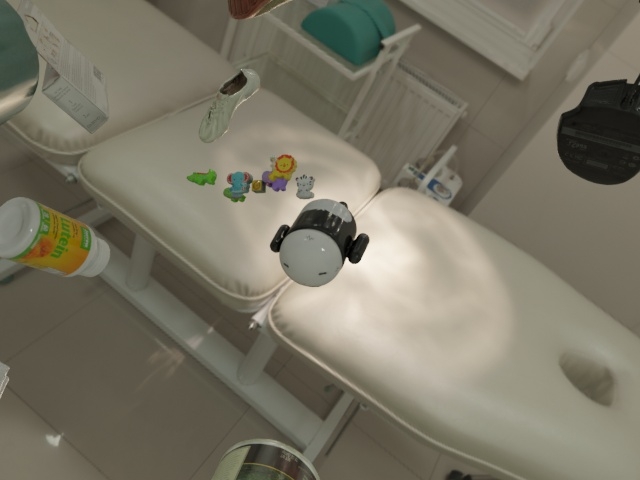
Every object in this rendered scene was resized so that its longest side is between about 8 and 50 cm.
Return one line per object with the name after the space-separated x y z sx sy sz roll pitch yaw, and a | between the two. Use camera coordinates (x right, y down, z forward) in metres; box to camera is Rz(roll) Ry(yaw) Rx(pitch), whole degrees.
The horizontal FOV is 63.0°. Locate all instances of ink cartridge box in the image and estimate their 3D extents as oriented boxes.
-0.620 -0.417 1.229 0.261 0.066 0.296 48 7 -40 | ink cartridge box

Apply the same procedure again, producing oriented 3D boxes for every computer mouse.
0.209 -0.113 0.343 0.071 0.242 0.041 24 73 22 | computer mouse

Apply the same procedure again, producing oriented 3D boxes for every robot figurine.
-0.002 0.002 1.385 0.173 0.209 0.278 48 36 -16 | robot figurine

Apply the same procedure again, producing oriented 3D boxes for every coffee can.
-0.119 0.487 0.828 0.201 0.202 0.275 30 21 0 | coffee can

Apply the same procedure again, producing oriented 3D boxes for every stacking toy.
-0.131 -0.122 1.059 0.221 0.167 0.052 -2 81 16 | stacking toy

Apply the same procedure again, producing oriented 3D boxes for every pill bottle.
-0.612 0.006 1.204 0.136 0.136 0.245 59 8 27 | pill bottle

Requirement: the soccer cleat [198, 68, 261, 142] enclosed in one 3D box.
-0.209 -0.294 1.131 0.068 0.196 0.076 50 18 15 | soccer cleat

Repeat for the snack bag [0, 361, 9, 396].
-0.679 0.216 0.853 0.323 0.037 0.342 46 -4 -25 | snack bag

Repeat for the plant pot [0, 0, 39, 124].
-0.636 -0.263 0.791 0.341 0.341 0.334 22 27 -9 | plant pot

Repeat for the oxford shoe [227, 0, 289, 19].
-0.095 -0.583 1.185 0.146 0.141 0.397 -11 16 -32 | oxford shoe
